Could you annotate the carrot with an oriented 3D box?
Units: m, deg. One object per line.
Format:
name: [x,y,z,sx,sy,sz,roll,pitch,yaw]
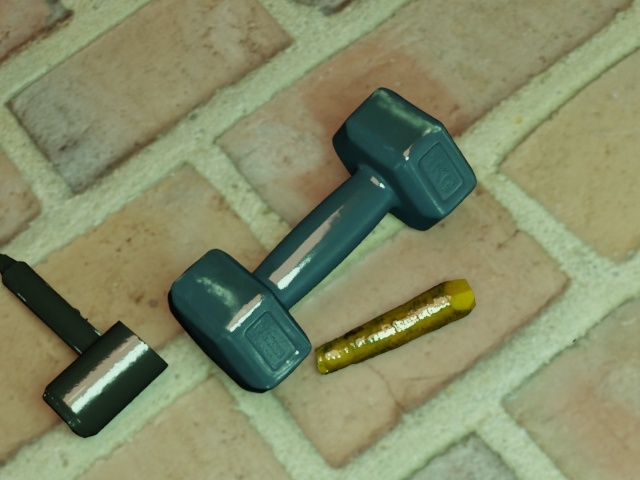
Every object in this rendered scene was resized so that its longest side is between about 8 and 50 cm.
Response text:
carrot: [0.072,0.086,1.405,0.171,0.042,0.042,-25,60,-1]

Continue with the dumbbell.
dumbbell: [0.000,0.001,1.403,0.156,0.143,0.316,38,74,29]

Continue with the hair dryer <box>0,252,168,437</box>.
hair dryer: [-0.275,0.091,1.453,0.114,0.070,0.248,-44,59,-15]
